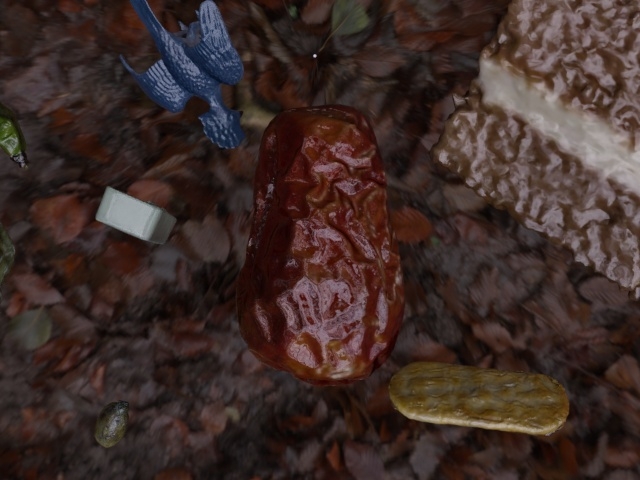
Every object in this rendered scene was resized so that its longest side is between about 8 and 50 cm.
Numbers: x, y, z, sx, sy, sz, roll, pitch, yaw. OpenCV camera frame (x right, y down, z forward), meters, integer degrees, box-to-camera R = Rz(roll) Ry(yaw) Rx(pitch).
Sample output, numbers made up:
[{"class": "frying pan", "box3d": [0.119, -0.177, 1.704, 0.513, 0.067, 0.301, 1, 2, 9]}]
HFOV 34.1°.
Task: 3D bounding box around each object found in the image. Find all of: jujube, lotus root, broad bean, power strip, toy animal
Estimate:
[{"class": "jujube", "box3d": [0.000, 0.000, 1.259, 0.216, 0.216, 0.342, 2, 75, -1]}, {"class": "lotus root", "box3d": [-0.357, 0.312, 1.787, 0.049, 0.054, 0.099, 8, 124, -37]}, {"class": "broad bean", "box3d": [-0.384, -0.141, 1.157, 0.046, 0.195, 0.061, -17, 66, 16]}, {"class": "power strip", "box3d": [-0.296, -0.036, 1.712, 0.091, 0.385, 0.062, 24, 87, -3]}, {"class": "toy animal", "box3d": [-0.194, -0.265, 1.574, 0.255, 0.176, 0.239, 32, 140, -33]}]

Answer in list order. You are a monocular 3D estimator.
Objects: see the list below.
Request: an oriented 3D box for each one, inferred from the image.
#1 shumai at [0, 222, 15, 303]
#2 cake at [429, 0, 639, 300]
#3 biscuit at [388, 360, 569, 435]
[{"class": "shumai", "box3d": [-0.614, 0.121, 1.576, 0.330, 0.288, 0.292, -32, 129, 27]}, {"class": "cake", "box3d": [0.152, -0.074, 0.513, 0.134, 0.135, 0.147, 37, 114, 12]}, {"class": "biscuit", "box3d": [0.216, 0.213, 1.432, 0.247, 0.118, 0.029, 5, 129, 9]}]
